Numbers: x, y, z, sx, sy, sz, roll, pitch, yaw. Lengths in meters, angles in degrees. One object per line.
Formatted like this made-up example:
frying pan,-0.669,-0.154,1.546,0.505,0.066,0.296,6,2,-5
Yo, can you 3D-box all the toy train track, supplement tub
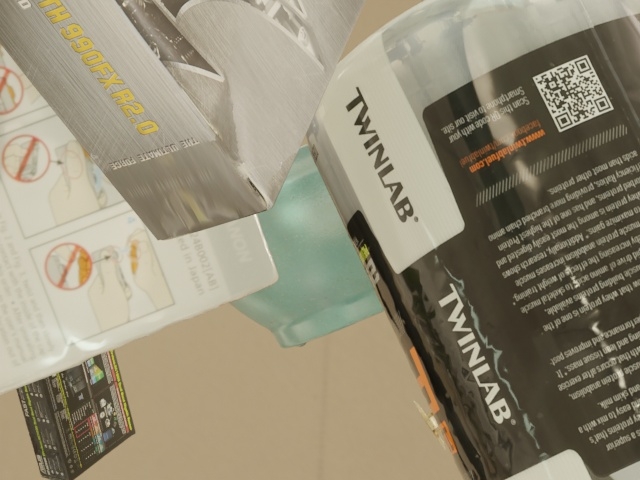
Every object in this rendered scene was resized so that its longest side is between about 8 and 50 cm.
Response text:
toy train track,0.095,0.150,1.433,0.014,0.083,0.048,-33,83,-2
supplement tub,0.147,0.039,0.869,0.207,0.207,0.338,-26,79,6

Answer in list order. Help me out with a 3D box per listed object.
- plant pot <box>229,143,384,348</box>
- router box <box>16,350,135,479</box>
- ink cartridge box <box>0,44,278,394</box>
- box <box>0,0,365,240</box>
plant pot,0.000,0.000,1.904,0.293,0.293,0.196,-22,90,9
router box,-0.216,0.136,1.513,0.038,0.122,0.092,5,26,36
ink cartridge box,-0.259,-0.046,1.084,0.385,0.091,0.308,-21,95,-7
box,-0.053,-0.143,0.649,0.056,0.183,0.231,-17,34,33
